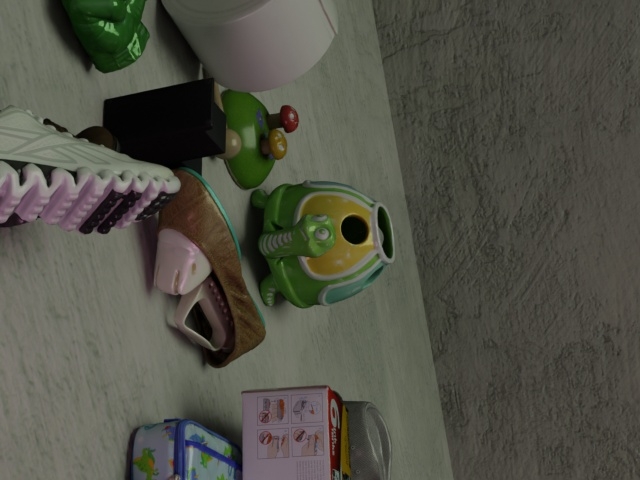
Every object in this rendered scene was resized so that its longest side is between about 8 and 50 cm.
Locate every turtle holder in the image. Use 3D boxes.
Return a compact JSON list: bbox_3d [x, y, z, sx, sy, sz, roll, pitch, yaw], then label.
[{"bbox_3d":[0.002,-0.013,1.742,0.320,0.227,0.243,58,29,-54],"label":"turtle holder"}]

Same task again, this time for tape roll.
[{"bbox_3d":[-0.112,-0.382,1.524,0.169,0.246,0.246,56,29,-54],"label":"tape roll"}]

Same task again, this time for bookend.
[{"bbox_3d":[-0.186,-0.138,1.293,0.156,0.157,0.072,48,37,-61],"label":"bookend"}]

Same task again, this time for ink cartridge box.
[{"bbox_3d":[-0.021,0.387,1.380,0.272,0.130,0.309,63,23,-69],"label":"ink cartridge box"}]

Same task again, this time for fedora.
[{"bbox_3d":[0.073,0.433,1.930,0.244,0.124,0.275,1,80,-73],"label":"fedora"}]

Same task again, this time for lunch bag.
[{"bbox_3d":[-0.166,0.330,1.243,0.219,0.090,0.176,55,28,-59],"label":"lunch bag"}]

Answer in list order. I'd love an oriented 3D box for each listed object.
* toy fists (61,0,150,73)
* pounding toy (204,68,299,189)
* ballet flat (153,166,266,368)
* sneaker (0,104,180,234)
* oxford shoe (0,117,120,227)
[{"bbox_3d":[-0.266,-0.355,1.250,0.142,0.096,0.279,63,25,-45],"label":"toy fists"},{"bbox_3d":[-0.106,-0.196,1.680,0.237,0.110,0.183,39,44,-67],"label":"pounding toy"},{"bbox_3d":[-0.170,0.060,1.353,0.124,0.116,0.342,-51,144,-33],"label":"ballet flat"},{"bbox_3d":[-0.267,-0.074,0.931,0.292,0.110,0.118,2,62,-43],"label":"sneaker"},{"bbox_3d":[-0.290,-0.098,1.057,0.227,0.083,0.096,-59,136,-66],"label":"oxford shoe"}]
